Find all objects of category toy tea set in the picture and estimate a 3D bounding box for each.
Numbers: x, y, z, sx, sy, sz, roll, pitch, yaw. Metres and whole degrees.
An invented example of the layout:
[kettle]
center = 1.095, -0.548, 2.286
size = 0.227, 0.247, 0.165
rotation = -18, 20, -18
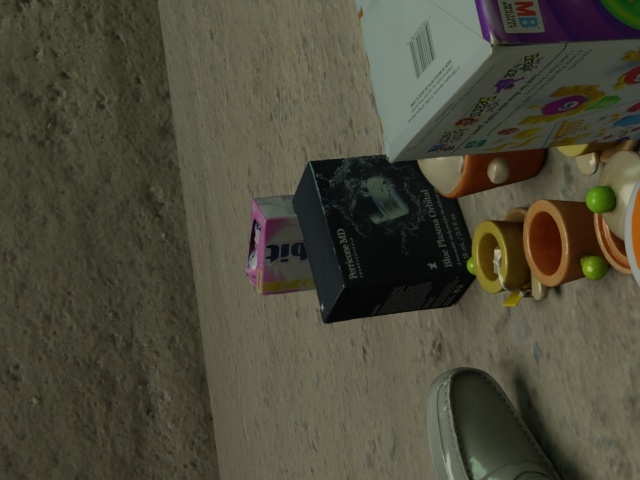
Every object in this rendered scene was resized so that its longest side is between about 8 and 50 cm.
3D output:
[toy tea set]
center = 0.169, -0.046, 0.835
size = 0.336, 0.124, 0.200
rotation = 161, 102, -72

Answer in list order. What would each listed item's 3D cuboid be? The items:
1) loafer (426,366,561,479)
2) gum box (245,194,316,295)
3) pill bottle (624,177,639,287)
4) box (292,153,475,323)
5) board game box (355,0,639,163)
[loafer]
center = 0.190, 0.250, 0.913
size = 0.319, 0.112, 0.111
rotation = 66, 151, 26
[gum box]
center = 0.000, 0.000, 1.265
size = 0.062, 0.188, 0.107
rotation = -125, 34, -56
[pill bottle]
center = 0.271, -0.014, 0.536
size = 0.221, 0.121, 0.121
rotation = 159, 104, -71
[box]
center = 0.067, -0.006, 1.106
size = 0.093, 0.158, 0.156
rotation = 116, 143, -58
[board game box]
center = 0.172, -0.142, 0.547
size = 0.144, 0.275, 0.142
rotation = 135, 127, -68
